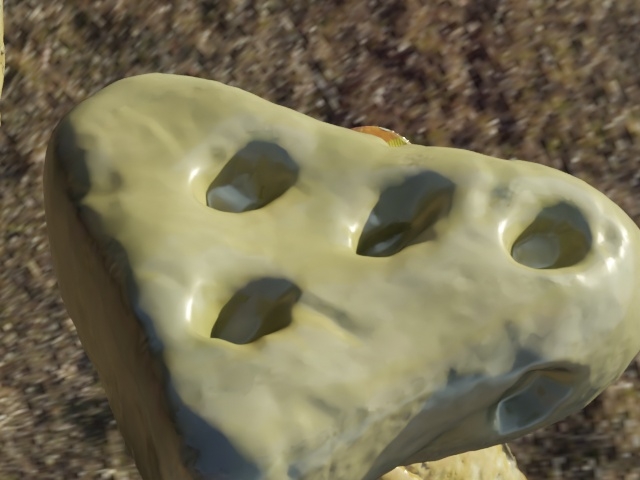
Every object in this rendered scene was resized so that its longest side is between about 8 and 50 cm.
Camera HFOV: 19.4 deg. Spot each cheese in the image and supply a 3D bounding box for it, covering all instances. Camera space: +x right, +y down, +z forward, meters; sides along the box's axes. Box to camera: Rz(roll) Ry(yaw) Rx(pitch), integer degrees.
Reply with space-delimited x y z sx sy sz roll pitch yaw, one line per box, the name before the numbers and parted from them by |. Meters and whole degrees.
cheese | 0.000 0.000 1.164 0.351 0.130 0.328 -22 52 -23

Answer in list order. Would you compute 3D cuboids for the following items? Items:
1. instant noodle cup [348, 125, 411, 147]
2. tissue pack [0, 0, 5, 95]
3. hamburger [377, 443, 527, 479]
instant noodle cup | 0.010 -0.030 1.987 0.168 0.185 0.168 2 87 -28
tissue pack | -0.341 -0.195 1.709 0.090 0.222 0.186 -1 105 -19
hamburger | 0.035 0.212 1.581 0.330 0.162 0.209 53 55 -23
